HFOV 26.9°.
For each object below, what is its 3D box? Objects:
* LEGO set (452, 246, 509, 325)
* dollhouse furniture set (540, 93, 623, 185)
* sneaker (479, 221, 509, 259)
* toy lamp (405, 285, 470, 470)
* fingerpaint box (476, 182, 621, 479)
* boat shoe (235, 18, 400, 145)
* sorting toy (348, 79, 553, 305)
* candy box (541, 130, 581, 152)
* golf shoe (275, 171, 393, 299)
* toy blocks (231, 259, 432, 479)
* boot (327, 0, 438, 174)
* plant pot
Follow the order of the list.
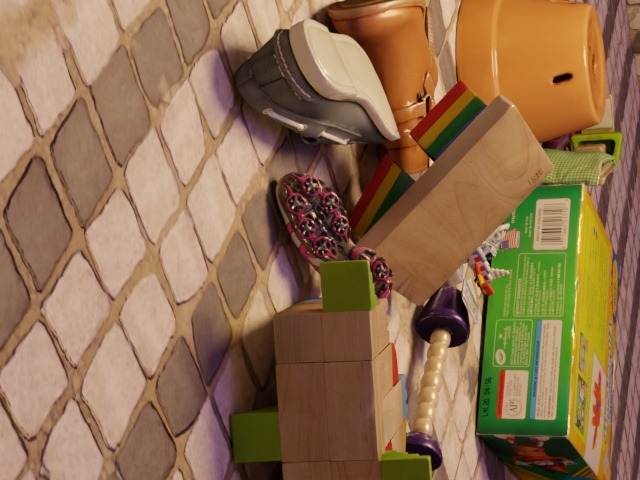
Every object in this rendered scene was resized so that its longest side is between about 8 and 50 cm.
[{"bbox_3d":[0.211,0.001,1.933,0.182,0.060,0.244,65,13,-10],"label":"LEGO set"},{"bbox_3d":[0.428,-0.192,2.402,0.301,0.197,0.151,-32,118,-67],"label":"dollhouse furniture set"},{"bbox_3d":[0.271,0.000,2.191,0.135,0.052,0.058,-23,118,-60],"label":"sneaker"},{"bbox_3d":[0.153,0.180,1.814,0.080,0.080,0.275,65,32,-43],"label":"toy lamp"},{"bbox_3d":[0.407,0.178,2.341,0.371,0.163,0.445,46,47,-58],"label":"fingerpaint box"},{"bbox_3d":[0.003,-0.160,1.465,0.116,0.099,0.319,68,16,12],"label":"boat shoe"},{"bbox_3d":[0.148,-0.061,1.659,0.255,0.089,0.257,-47,156,4],"label":"sorting toy"},{"bbox_3d":[0.493,-0.168,2.645,0.186,0.053,0.109,-154,-122,-79],"label":"candy box"},{"bbox_3d":[0.000,0.000,1.473,0.067,0.086,0.186,-48,119,-21],"label":"golf shoe"},{"bbox_3d":[0.031,0.205,1.407,0.261,0.190,0.382,-17,103,-80],"label":"toy blocks"},{"bbox_3d":[0.082,-0.190,1.677,0.283,0.109,0.220,-13,104,-76],"label":"boot"},{"bbox_3d":[0.363,-0.284,2.242,0.291,0.203,0.291,-2,90,-69],"label":"plant pot"}]
